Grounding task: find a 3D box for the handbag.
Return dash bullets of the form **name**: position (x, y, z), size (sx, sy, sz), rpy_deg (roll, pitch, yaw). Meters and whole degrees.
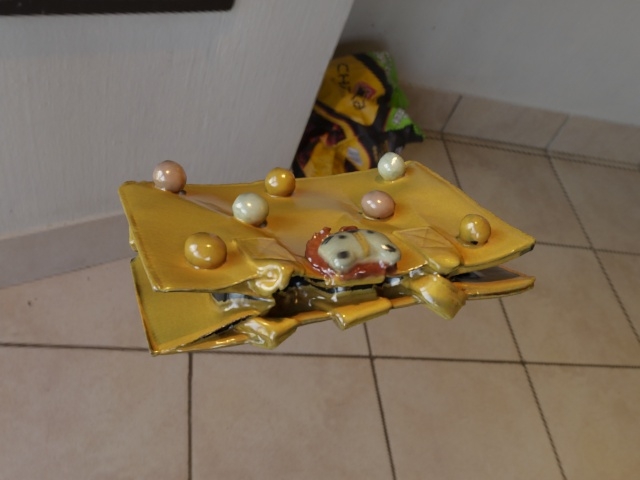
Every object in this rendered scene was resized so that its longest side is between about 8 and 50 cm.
- **handbag**: position (0.000, 0.000, 0.694), size (0.400, 0.133, 0.283), rpy_deg (-5, 25, -21)
